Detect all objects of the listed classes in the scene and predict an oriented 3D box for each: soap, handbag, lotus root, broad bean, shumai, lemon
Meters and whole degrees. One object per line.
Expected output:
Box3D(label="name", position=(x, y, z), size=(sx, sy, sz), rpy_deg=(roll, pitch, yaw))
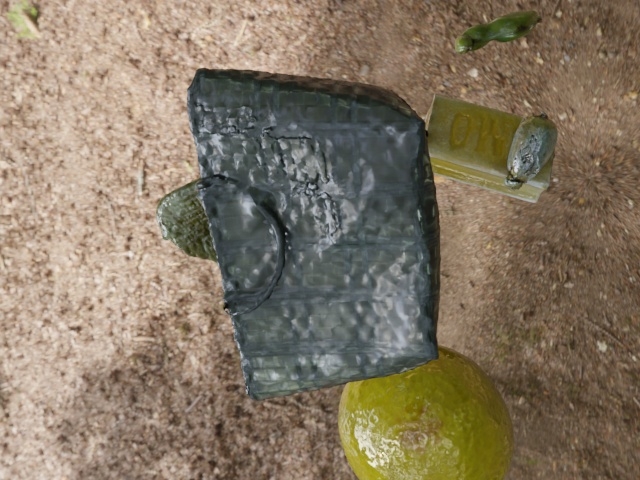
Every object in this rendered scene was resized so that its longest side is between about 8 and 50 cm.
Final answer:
Box3D(label="soap", position=(0.353, -0.201, 1.353), size=(0.274, 0.089, 0.173), rpy_deg=(15, 64, 2))
Box3D(label="handbag", position=(0.000, 0.000, 0.477), size=(0.175, 0.088, 0.270), rpy_deg=(-6, 108, 3))
Box3D(label="lotus root", position=(0.409, -0.171, 1.235), size=(0.088, 0.088, 0.165), rpy_deg=(26, 108, 19))
Box3D(label="broad bean", position=(0.337, -0.396, 1.188), size=(0.070, 0.214, 0.048), rpy_deg=(36, 147, 54))
Box3D(label="shumai", position=(-0.206, -0.067, 1.143), size=(0.184, 0.142, 0.184), rpy_deg=(-7, 121, -12))
Box3D(label="lemon", position=(0.156, 0.280, 0.943), size=(0.267, 0.267, 0.267), rpy_deg=(2, 96, 23))
